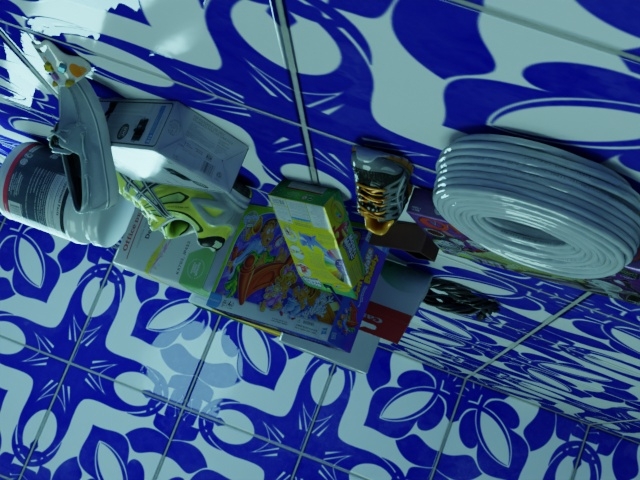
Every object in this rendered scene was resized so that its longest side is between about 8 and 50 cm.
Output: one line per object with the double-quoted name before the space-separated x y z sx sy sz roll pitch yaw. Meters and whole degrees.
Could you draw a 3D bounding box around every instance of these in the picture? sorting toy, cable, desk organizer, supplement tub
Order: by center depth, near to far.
"cable" 0.255 -0.039 1.130 0.257 0.089 0.257 24 169 -13
"sorting toy" -0.397 -0.269 1.406 0.083 0.045 0.075 10 145 47
"desk organizer" 0.148 -0.001 1.637 0.047 0.050 0.130 30 166 -40
"cable" 0.290 0.128 2.025 0.184 0.047 0.150 24 169 -12
"supplement tub" -0.584 -0.104 2.167 0.272 0.191 0.191 19 169 14

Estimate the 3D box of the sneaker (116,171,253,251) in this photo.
"sneaker" -0.316 -0.089 1.840 0.385 0.147 0.145 16 170 35

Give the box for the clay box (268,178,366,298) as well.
"clay box" 0.000 0.000 1.669 0.127 0.053 0.222 14 139 35

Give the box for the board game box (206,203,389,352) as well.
"board game box" -0.049 0.066 1.861 0.347 0.233 0.078 11 165 43

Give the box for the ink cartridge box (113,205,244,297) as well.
"ink cartridge box" -0.326 -0.003 2.123 0.353 0.207 0.119 13 168 36

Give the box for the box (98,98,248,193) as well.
"box" -0.279 -0.160 1.570 0.290 0.087 0.169 9 164 47

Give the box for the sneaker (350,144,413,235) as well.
"sneaker" 0.084 -0.070 1.331 0.084 0.083 0.215 19 168 20

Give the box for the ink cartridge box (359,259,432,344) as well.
"ink cartridge box" 0.111 0.107 1.911 0.181 0.056 0.224 19 -152 13

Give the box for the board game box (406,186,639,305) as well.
"board game box" 0.317 0.012 1.389 0.347 0.056 0.208 16 165 28

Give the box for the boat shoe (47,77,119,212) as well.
"boat shoe" -0.382 -0.151 1.483 0.081 0.227 0.079 -24 -160 -39

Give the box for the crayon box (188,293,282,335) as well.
"crayon box" -0.151 0.125 2.442 0.323 0.203 0.083 19 170 12

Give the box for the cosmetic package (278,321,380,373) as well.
"cosmetic package" 0.041 0.180 2.286 0.224 0.224 0.138 22 172 -1
